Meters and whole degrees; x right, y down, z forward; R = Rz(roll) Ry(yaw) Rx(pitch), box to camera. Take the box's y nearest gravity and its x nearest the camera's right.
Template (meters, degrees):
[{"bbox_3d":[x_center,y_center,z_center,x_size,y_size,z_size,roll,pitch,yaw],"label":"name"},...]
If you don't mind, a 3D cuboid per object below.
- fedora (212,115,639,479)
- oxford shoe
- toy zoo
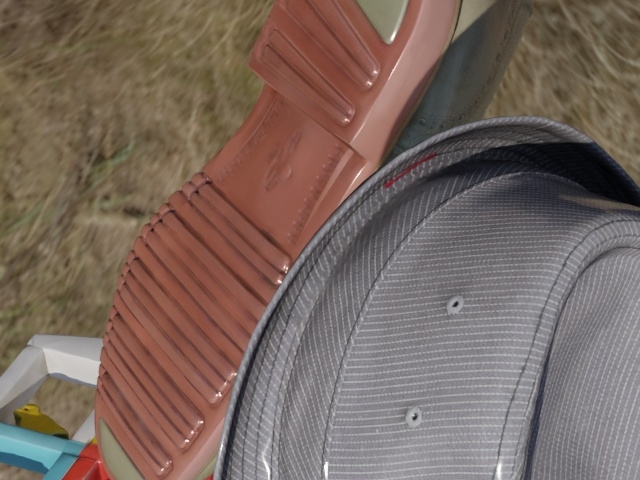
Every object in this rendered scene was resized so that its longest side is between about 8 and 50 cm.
[{"bbox_3d":[0.089,0.085,0.839,0.244,0.124,0.275,31,81,-33],"label":"fedora"},{"bbox_3d":[0.000,0.000,1.144,0.146,0.140,0.397,9,122,-45],"label":"oxford shoe"},{"bbox_3d":[-0.157,0.150,1.286,0.192,0.293,0.030,11,131,24],"label":"toy zoo"}]
